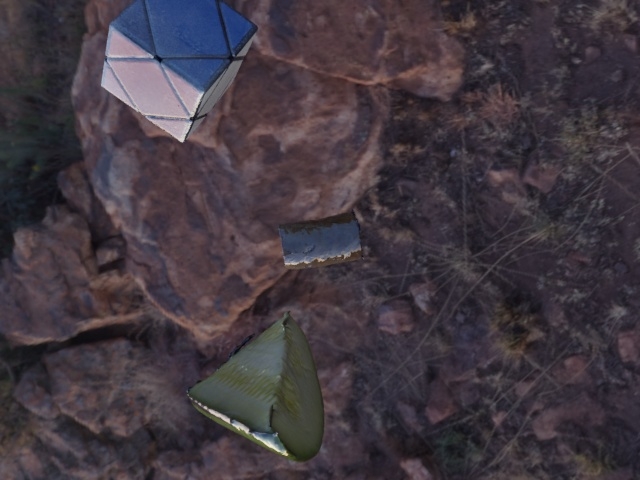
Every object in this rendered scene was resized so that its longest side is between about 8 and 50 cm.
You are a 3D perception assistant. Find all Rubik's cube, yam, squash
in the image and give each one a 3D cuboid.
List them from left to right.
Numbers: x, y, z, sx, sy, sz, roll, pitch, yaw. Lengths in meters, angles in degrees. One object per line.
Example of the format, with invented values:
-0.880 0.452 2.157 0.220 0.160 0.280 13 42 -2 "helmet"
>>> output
-0.277 -0.357 1.255 0.205 0.205 0.207 34 151 -6 "Rubik's cube"
-0.024 0.161 0.693 0.093 0.169 0.252 58 154 -13 "squash"
0.000 0.001 1.014 0.084 0.127 0.084 171 90 -83 "yam"
